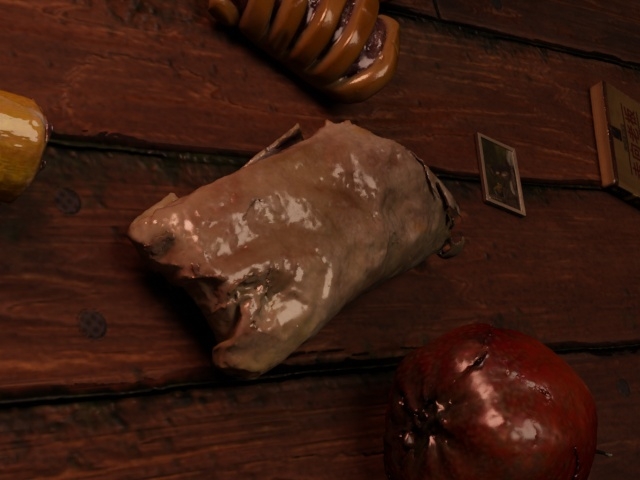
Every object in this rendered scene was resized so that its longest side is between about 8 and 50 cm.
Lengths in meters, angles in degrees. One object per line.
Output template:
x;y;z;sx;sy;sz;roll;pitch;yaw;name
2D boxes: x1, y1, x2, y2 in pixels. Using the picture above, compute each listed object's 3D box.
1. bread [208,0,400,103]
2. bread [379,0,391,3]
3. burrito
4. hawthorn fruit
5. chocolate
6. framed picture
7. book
-0.016;-0.229;1.097;0.225;0.081;0.134;33;49;-27;bread
0.039;-0.419;1.180;0.149;0.195;0.344;-26;87;-28;bread
-0.004;-0.012;0.977;0.348;0.107;0.175;-27;101;-46;burrito
0.163;0.171;0.981;0.235;0.181;0.181;21;54;-35;hawthorn fruit
-0.294;-0.082;0.753;0.219;0.086;0.085;12;60;-37;chocolate
0.200;-0.073;1.273;0.066;0.007;0.089;19;55;-36;framed picture
0.443;-0.100;1.509;0.231;0.026;0.161;22;54;-34;book
